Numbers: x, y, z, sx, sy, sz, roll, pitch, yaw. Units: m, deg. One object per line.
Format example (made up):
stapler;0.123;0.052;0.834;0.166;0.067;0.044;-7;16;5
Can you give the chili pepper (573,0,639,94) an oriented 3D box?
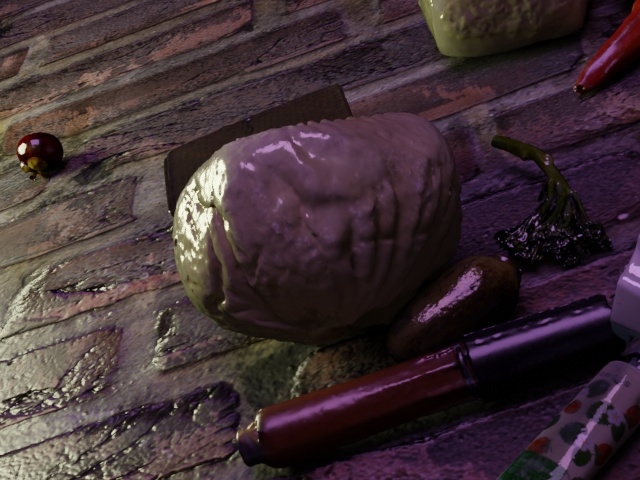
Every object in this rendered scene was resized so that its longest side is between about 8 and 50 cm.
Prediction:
chili pepper;0.452;-0.298;1.745;0.063;0.071;0.272;37;64;11

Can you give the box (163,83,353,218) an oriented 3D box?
box;-0.063;-0.077;1.668;0.273;0.143;0.184;-22;32;3

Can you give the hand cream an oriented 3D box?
hand cream;0.228;0.205;1.141;0.276;0.059;0.095;-42;34;-21

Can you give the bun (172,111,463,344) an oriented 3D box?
bun;0.000;0.000;1.401;0.352;0.227;0.349;-19;-12;9

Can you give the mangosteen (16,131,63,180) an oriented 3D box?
mangosteen;-0.488;-0.151;2.121;0.081;0.081;0.081;-17;32;11

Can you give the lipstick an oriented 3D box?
lipstick;0.110;0.152;1.274;0.418;0.077;0.077;-20;31;8

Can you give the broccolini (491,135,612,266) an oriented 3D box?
broccolini;0.249;-0.051;1.502;0.123;0.062;0.271;-11;36;-9

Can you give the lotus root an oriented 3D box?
lotus root;0.152;0.080;1.343;0.179;0.089;0.080;-38;18;-9

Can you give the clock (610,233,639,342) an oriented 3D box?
clock;0.443;0.018;1.180;0.231;0.116;0.262;24;54;32

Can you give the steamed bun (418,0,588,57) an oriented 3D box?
steamed bun;0.273;-0.446;1.892;0.290;0.272;0.273;-19;32;13
